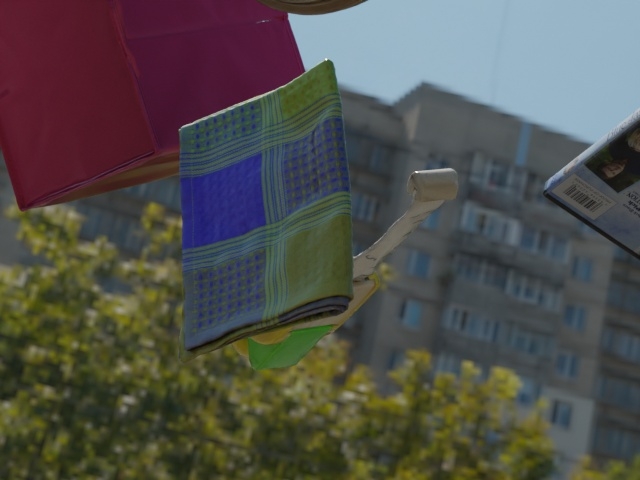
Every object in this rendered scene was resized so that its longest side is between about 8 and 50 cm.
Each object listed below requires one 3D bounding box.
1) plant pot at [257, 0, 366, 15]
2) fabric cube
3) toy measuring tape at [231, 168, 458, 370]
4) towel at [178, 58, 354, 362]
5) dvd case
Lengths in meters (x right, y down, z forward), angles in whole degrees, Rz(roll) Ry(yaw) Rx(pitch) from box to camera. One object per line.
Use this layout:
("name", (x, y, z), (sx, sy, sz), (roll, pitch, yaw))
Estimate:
("plant pot", (-0.034, -0.292, 1.285), (0.237, 0.237, 0.110), (0, 17, 33))
("fabric cube", (-0.205, -0.202, 1.795), (0.254, 0.259, 0.258), (-17, 0, 44))
("toy measuring tape", (0.000, 0.000, 1.335), (0.121, 0.121, 0.330), (20, -39, -19))
("towel", (-0.017, -0.008, 0.461), (0.060, 0.083, 0.009), (-19, -33, 30))
("dvd case", (0.337, -0.058, 1.371), (0.180, 0.022, 0.253), (32, -42, -15))
